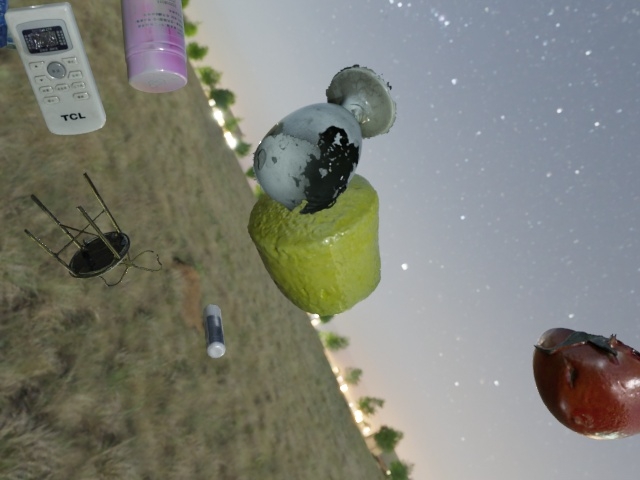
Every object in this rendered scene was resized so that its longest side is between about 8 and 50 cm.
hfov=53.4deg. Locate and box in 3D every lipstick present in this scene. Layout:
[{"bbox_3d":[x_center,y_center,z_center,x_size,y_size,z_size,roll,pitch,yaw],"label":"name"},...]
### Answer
[{"bbox_3d":[-0.228,0.193,1.358,0.141,0.040,0.040,-112,179,-57],"label":"lipstick"}]

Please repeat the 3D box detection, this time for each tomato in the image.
[{"bbox_3d":[0.608,0.354,1.454,0.309,0.170,0.309,38,-30,27],"label":"tomato"}]

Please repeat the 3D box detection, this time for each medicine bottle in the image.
[{"bbox_3d":[-0.420,-0.517,1.605,0.152,0.152,0.254,97,-13,-83],"label":"medicine bottle"}]

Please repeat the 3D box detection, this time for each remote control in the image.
[{"bbox_3d":[-0.370,-0.237,0.903,0.029,0.087,0.190,-104,-172,-49],"label":"remote control"}]

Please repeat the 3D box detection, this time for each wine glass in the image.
[{"bbox_3d":[0.014,-0.206,1.287,0.357,0.190,0.190,-54,129,-45],"label":"wine glass"}]

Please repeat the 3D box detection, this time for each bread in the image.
[{"bbox_3d":[0.000,0.000,1.667,0.348,0.348,0.308,-121,-168,-51],"label":"bread"}]

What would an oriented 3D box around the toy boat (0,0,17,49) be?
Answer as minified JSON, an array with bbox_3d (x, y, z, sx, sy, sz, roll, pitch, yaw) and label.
[{"bbox_3d":[-0.613,-0.431,1.171,0.115,0.114,0.262,-33,131,-60],"label":"toy boat"}]

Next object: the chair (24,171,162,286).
[{"bbox_3d":[-0.486,0.022,1.402,0.170,0.159,0.326,-108,176,-50],"label":"chair"}]
